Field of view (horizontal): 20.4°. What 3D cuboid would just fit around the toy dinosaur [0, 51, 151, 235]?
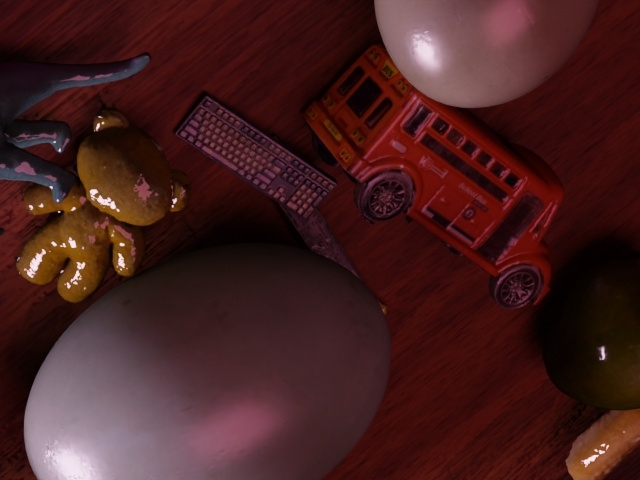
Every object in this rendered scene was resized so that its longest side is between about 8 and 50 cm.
[{"bbox_3d":[-0.397,-0.111,1.620,0.331,0.129,0.383,36,94,-23],"label":"toy dinosaur"}]

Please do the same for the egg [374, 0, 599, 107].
[{"bbox_3d":[0.162,-0.256,1.708,0.219,0.219,0.269,43,65,-39],"label":"egg"}]

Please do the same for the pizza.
[{"bbox_3d":[0.455,0.182,2.208,0.365,0.074,0.182,-37,159,-4],"label":"pizza"}]

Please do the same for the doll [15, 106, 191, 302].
[{"bbox_3d":[-0.220,-0.030,1.769,0.137,0.097,0.209,40,117,-8],"label":"doll"}]

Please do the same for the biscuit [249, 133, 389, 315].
[{"bbox_3d":[0.000,0.000,1.922,0.048,0.026,0.292,-32,129,0],"label":"biscuit"}]

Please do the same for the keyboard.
[{"bbox_3d":[-0.065,-0.084,1.821,0.176,0.014,0.055,34,108,-25],"label":"keyboard"}]

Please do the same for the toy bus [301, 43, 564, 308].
[{"bbox_3d":[0.141,-0.063,1.879,0.329,0.143,0.153,34,102,-36],"label":"toy bus"}]

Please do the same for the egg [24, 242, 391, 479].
[{"bbox_3d":[-0.112,0.151,1.804,0.389,0.276,0.276,-25,128,-9],"label":"egg"}]

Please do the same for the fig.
[{"bbox_3d":[0.349,0.113,2.083,0.191,0.181,0.181,-33,133,23],"label":"fig"}]
